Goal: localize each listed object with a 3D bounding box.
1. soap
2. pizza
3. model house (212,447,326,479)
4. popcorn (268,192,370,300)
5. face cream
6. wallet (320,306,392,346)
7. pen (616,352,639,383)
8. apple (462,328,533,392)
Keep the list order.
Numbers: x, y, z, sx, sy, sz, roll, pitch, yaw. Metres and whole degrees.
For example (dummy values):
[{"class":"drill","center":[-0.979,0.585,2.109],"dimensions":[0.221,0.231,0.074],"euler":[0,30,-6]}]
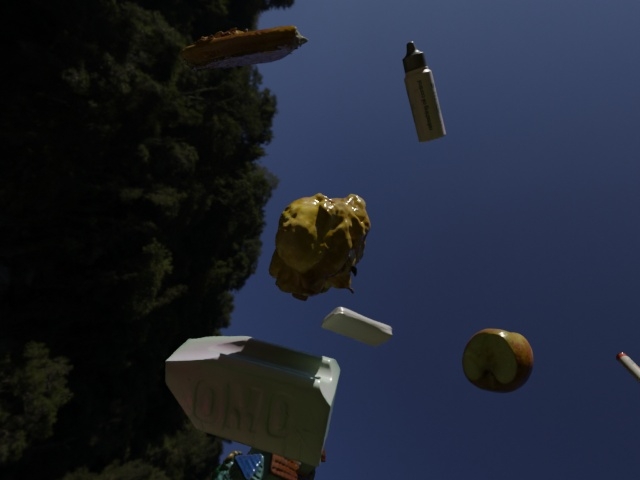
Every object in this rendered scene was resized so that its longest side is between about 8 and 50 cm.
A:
[{"class":"soap","center":[-0.144,0.318,0.952],"dimensions":[0.347,0.115,0.208],"euler":[13,-69,9]},{"class":"pizza","center":[-0.101,-0.295,0.687],"dimensions":[0.185,0.195,0.052],"euler":[-4,-72,10]},{"class":"model house","center":[-0.157,0.768,1.563],"dimensions":[0.329,0.295,0.252],"euler":[-48,-146,-1]},{"class":"popcorn","center":[-0.004,0.001,0.943],"dimensions":[0.192,0.190,0.253],"euler":[13,-118,11]},{"class":"face cream","center":[0.325,-0.477,1.451],"dimensions":[0.092,0.092,0.311],"euler":[-4,-72,46]},{"class":"wallet","center":[0.100,0.231,1.192],"dimensions":[0.095,0.190,0.033],"euler":[-48,-154,43]},{"class":"pen","center":[0.718,0.317,0.985],"dimensions":[0.028,0.239,0.028],"euler":[2,-73,6]},{"class":"apple","center":[0.516,0.351,1.311],"dimensions":[0.195,0.160,0.173],"euler":[-15,-124,46]}]
